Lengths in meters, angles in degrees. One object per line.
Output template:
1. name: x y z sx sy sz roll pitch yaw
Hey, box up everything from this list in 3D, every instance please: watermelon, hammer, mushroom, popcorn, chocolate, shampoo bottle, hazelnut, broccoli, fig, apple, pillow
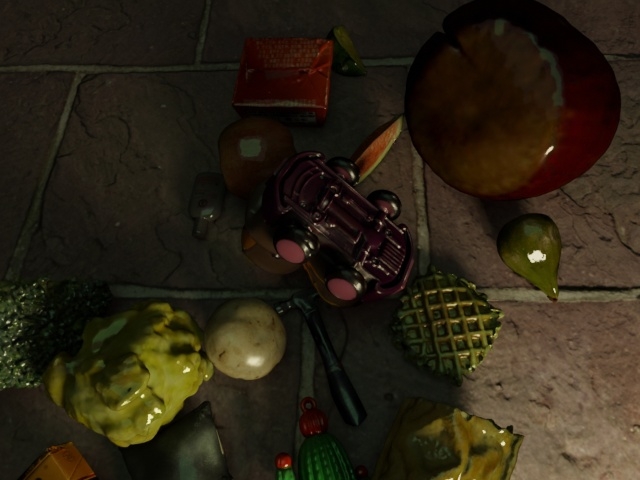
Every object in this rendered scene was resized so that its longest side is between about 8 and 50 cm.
1. watermelon: 0.050 -0.516 1.262 0.092 0.075 0.181 3 57 -45
2. hammer: 0.021 0.226 0.918 0.137 0.037 0.289 -24 66 -6
3. mushroom: -0.146 0.192 0.892 0.166 0.127 0.166 17 45 -18
4. popcorn: -0.340 0.233 0.845 0.242 0.234 0.250 35 32 14
5. chocolate: -0.090 -0.403 1.177 0.238 0.108 0.234 2 65 3
6. shampoo bottle: -0.269 -0.083 1.074 0.080 0.040 0.165 6 65 4
7. hazelnut: 0.380 -0.276 0.965 0.429 0.402 0.402 40 73 20
8. broccoli: -0.585 0.153 0.902 0.246 0.288 0.247 29 107 30
9. fig: 0.427 0.036 0.940 0.127 0.133 0.184 0 85 -5
10. watermelon: 0.109 -0.204 1.067 0.063 0.119 0.245 42 74 7
11. apple: -0.139 -0.185 1.035 0.174 0.188 0.188 -14 65 -7
12. pillow: -0.234 0.432 0.796 0.186 0.106 0.249 -28 70 -6

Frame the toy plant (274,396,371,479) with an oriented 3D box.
1. toy plant: -0.001 0.414 0.796 0.155 0.088 0.240 -34 78 -27

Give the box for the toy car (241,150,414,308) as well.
1. toy car: 0.000 0.000 0.928 0.341 0.240 0.271 40 48 -8

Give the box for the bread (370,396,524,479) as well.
1. bread: 0.190 0.384 0.732 0.239 0.196 0.252 30 74 -26

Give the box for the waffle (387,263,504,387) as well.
1. waffle: 0.248 0.165 0.923 0.208 0.054 0.214 35 74 21

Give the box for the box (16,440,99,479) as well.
1. box: -0.417 0.480 0.754 0.237 0.070 0.152 43 88 15
